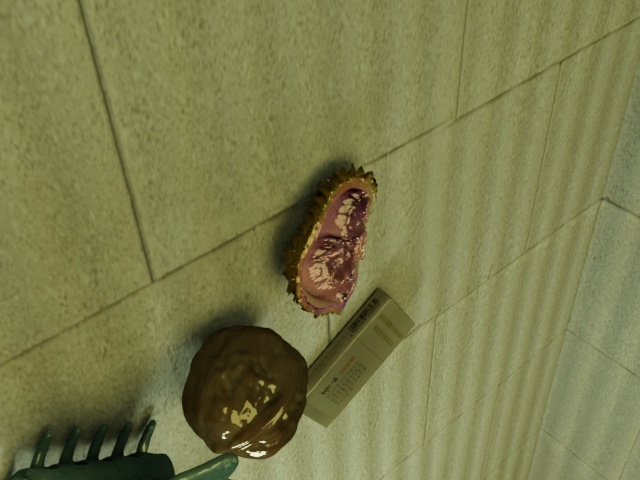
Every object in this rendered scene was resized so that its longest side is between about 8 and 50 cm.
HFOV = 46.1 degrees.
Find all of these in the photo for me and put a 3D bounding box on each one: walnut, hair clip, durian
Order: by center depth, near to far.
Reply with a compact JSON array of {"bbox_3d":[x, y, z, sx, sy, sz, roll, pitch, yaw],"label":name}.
[{"bbox_3d":[-0.397,0.487,1.399,0.318,0.238,0.392,8,116,-49],"label":"hair clip"},{"bbox_3d":[-0.146,0.308,1.521,0.273,0.226,0.274,14,90,-68],"label":"walnut"},{"bbox_3d":[0.001,-0.001,1.546,0.191,0.112,0.342,-1,113,-36],"label":"durian"}]

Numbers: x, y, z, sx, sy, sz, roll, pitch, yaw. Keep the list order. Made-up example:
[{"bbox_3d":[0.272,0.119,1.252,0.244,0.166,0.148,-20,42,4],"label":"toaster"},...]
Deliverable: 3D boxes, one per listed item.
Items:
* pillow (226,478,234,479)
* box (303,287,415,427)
[{"bbox_3d":[-0.296,0.674,1.829,0.128,0.051,0.229,3,119,-46],"label":"pillow"},{"bbox_3d":[0.082,0.307,1.930,0.365,0.051,0.204,-49,144,-4],"label":"box"}]
